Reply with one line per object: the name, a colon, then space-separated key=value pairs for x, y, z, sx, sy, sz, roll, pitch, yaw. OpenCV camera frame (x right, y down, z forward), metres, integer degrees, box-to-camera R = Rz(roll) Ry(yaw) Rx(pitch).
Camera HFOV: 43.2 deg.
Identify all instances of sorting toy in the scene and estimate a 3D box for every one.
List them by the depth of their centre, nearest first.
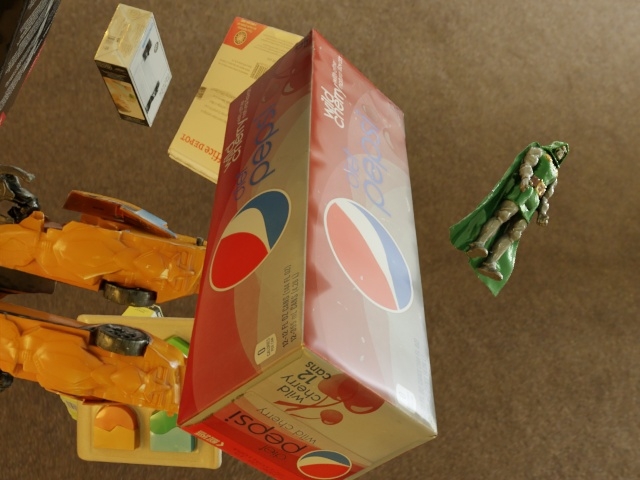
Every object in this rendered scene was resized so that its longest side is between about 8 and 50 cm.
sorting toy: x=-0.226 y=0.195 z=1.040 sx=0.208 sy=0.038 sz=0.193 roll=1 pitch=93 yaw=13

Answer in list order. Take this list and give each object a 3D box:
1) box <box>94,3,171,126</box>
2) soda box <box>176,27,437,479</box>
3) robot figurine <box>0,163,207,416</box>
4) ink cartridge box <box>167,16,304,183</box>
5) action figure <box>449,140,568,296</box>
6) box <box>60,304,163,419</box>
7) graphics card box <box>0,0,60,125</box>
box: x=-0.460 y=-0.429 z=2.013 sx=0.087 sy=0.290 sz=0.169 roll=16 pitch=70 yaw=5
soda box: x=-0.005 y=-0.004 z=0.448 sx=0.092 sy=0.083 sz=0.263 roll=37 pitch=33 yaw=-28
robot figurine: x=-0.240 y=0.042 z=0.681 sx=0.290 sy=0.085 sz=0.211 roll=14 pitch=97 yaw=3
ink cartridge box: x=-0.093 y=-0.175 z=1.102 sx=0.158 sy=0.092 sz=0.218 roll=30 pitch=92 yaw=43
action figure: x=0.273 y=-0.053 z=1.096 sx=0.232 sy=0.063 sz=0.137 roll=-53 pitch=128 yaw=-22
box: x=-0.371 y=0.220 z=1.470 sx=0.058 sy=0.087 sz=0.232 roll=17 pitch=49 yaw=23
graphics card box: x=-0.208 y=-0.233 z=0.550 sx=0.094 sy=0.371 sz=0.233 roll=25 pitch=42 yaw=-19
